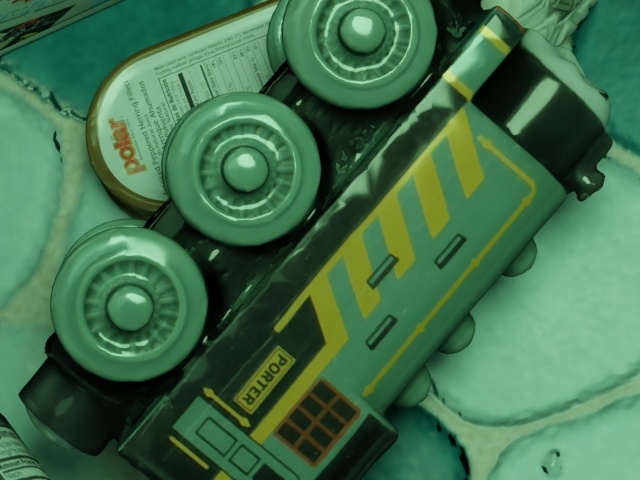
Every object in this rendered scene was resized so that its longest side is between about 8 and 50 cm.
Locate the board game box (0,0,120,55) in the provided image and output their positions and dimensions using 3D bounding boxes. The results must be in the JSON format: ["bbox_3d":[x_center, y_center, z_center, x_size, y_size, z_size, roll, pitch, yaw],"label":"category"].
[{"bbox_3d":[-0.200,-0.158,1.085,0.305,0.193,0.053,-25,72,1],"label":"board game box"}]

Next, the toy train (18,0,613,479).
[{"bbox_3d":[0.000,0.000,1.026,0.190,0.142,0.334,41,87,-7],"label":"toy train"}]

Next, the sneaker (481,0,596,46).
[{"bbox_3d":[0.107,-0.210,1.123,0.115,0.090,0.232,5,77,30],"label":"sneaker"}]

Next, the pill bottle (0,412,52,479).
[{"bbox_3d":[-0.182,0.172,1.022,0.130,0.130,0.245,-39,72,-4],"label":"pill bottle"}]

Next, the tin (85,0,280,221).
[{"bbox_3d":[-0.041,-0.076,1.122,0.190,0.040,0.106,-22,68,2],"label":"tin"}]
